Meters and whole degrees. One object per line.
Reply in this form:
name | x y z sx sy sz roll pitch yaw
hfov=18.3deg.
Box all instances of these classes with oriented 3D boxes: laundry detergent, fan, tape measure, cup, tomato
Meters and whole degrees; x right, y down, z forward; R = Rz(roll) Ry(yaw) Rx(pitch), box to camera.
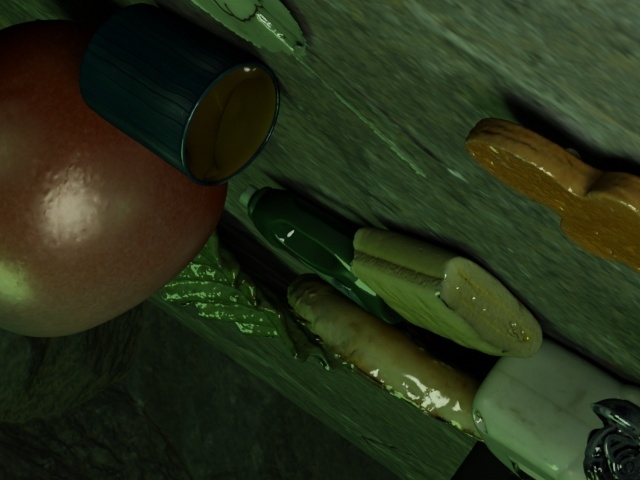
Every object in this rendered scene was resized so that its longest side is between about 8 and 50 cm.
laundry detergent | 0.000 0.000 2.015 0.211 0.063 0.137 35 177 22
fan | -0.032 -0.157 1.519 0.329 0.009 0.191 42 168 -13
tape measure | 0.272 0.216 1.888 0.265 0.130 0.258 31 171 33
cup | -0.118 -0.120 1.701 0.138 0.113 0.150 33 168 31
tomato | -0.257 -0.054 1.910 0.321 0.321 0.321 35 171 7

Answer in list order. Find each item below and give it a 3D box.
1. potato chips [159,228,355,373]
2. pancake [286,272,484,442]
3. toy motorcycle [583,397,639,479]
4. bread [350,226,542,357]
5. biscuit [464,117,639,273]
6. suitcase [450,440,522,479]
potato chips | -0.113 0.065 2.637 0.373 0.097 0.389 41 168 -19
pancake | 0.122 0.145 2.175 0.387 0.082 0.387 34 180 0
toy motorcycle | 0.309 0.173 1.470 0.263 0.157 0.091 38 168 -19
bread | 0.114 0.051 1.852 0.139 0.060 0.178 41 169 -25
biscuit | 0.208 -0.011 1.298 0.250 0.036 0.165 32 170 4
suitcase | 0.340 0.406 2.372 0.434 0.194 0.283 31 169 38
